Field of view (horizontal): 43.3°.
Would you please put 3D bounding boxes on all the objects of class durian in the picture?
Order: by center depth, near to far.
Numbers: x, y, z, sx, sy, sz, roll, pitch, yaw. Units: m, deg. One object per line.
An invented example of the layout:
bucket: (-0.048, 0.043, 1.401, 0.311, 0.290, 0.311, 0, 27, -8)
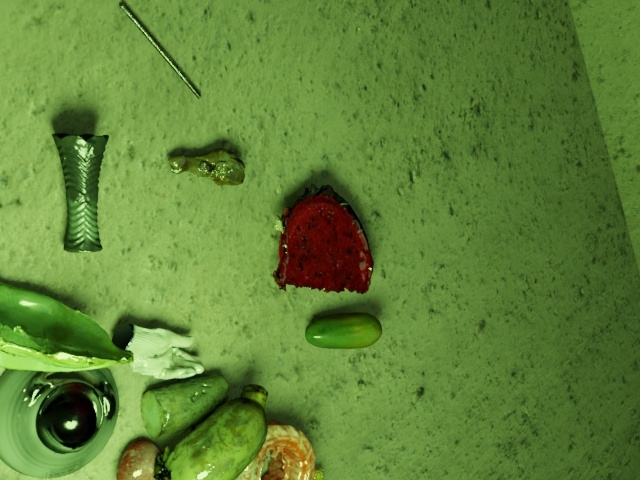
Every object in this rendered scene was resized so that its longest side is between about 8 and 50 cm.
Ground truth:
durian: (-0.538, 0.163, 1.512, 0.394, 0.198, 0.163, 21, 66, -15)

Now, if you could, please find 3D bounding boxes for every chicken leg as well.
chicken leg: (-0.262, -0.173, 1.852, 0.197, 0.069, 0.085, 2, 115, -35)

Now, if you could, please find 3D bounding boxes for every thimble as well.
thimble: (-0.135, 0.540, 1.932, 0.239, 0.162, 0.239, -3, 95, -42)

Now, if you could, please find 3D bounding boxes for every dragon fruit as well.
dragon fruit: (0.000, 0.000, 2.060, 0.343, 0.100, 0.282, 11, 84, -44)

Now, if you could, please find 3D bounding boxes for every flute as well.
flute: (-0.351, -0.417, 1.785, 0.269, 0.014, 0.014, 50, 62, -32)

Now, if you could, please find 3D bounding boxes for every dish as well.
dish: (-0.509, 0.351, 1.616, 0.273, 0.133, 0.273, -2, 93, -42)

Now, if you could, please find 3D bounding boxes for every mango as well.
mango: (0.055, 0.234, 2.101, 0.237, 0.137, 0.091, 2, 91, -28)

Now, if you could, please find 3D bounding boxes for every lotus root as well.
lotus root: (-0.215, 0.442, 1.755, 0.309, 0.173, 0.173, -43, 119, -25)

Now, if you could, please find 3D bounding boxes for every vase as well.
vase: (-0.485, -0.096, 1.636, 0.115, 0.115, 0.238, -6, 102, -41)

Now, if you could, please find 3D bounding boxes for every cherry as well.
cherry: (-0.365, 0.469, 1.785, 0.107, 0.090, 0.225, 58, 44, -9)

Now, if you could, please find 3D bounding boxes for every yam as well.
yam: (-0.299, 0.368, 1.820, 0.194, 0.107, 0.107, -10, 99, -42)

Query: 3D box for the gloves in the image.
gloves: (-0.352, 0.246, 1.771, 0.229, 0.097, 0.119, 29, 78, -34)

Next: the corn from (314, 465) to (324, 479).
corn: (-0.055, 0.698, 2.066, 0.081, 0.081, 0.249, 27, 75, -39)
